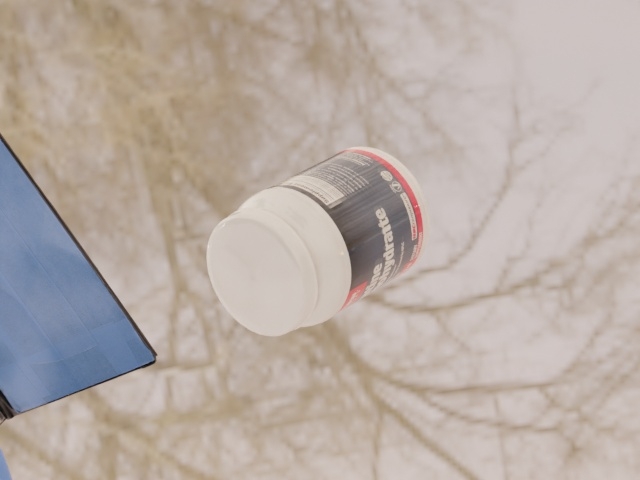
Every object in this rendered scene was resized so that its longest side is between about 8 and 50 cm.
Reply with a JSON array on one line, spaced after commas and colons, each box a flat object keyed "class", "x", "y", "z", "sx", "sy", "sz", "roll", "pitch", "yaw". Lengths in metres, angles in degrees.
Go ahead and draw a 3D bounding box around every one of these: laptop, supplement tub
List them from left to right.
[{"class": "laptop", "x": -0.480, "y": 0.103, "z": 2.052, "sx": 0.408, "sy": 0.382, "sz": 0.236, "roll": -39, "pitch": -163, "yaw": -19}, {"class": "supplement tub", "x": 0.000, "y": 0.000, "z": 2.391, "sx": 0.191, "sy": 0.191, "sz": 0.272, "roll": 7, "pitch": -155, "yaw": 39}]

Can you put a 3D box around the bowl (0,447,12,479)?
[{"class": "bowl", "x": -0.417, "y": 0.167, "z": 1.573, "sx": 0.391, "sy": 0.391, "sz": 0.077, "roll": 8, "pitch": -143, "yaw": 41}]
